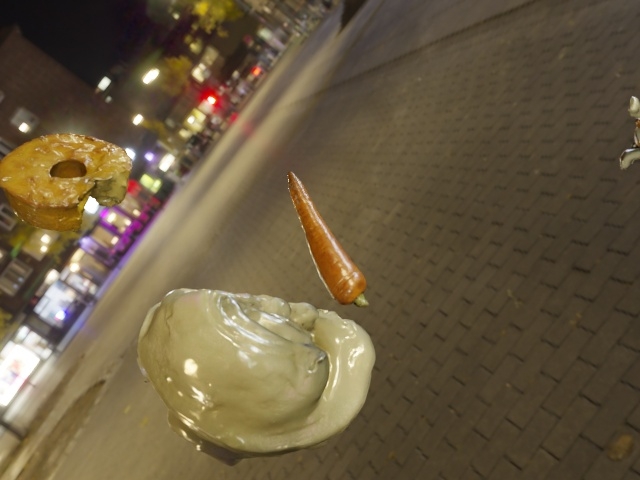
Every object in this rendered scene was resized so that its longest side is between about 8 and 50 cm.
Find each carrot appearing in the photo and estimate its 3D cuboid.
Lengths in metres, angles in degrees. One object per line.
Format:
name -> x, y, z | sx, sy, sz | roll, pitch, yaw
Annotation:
carrot -> 0.000, 0.000, 1.314 | 0.061, 0.256, 0.061 | -29, -14, -8

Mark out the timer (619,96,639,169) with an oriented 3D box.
timer -> 0.595, -0.151, 1.240 | 0.175, 0.266, 0.175 | 7, -90, -72

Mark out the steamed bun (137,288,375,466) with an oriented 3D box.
steamed bun -> -0.100, 0.212, 1.236 | 0.352, 0.339, 0.247 | -19, 60, 59

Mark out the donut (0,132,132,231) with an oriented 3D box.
donut -> -0.212, -0.048, 0.687 | 0.108, 0.097, 0.043 | -34, -36, -46
